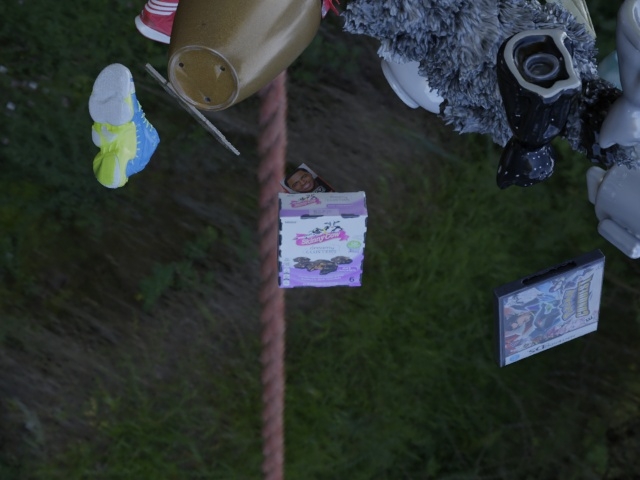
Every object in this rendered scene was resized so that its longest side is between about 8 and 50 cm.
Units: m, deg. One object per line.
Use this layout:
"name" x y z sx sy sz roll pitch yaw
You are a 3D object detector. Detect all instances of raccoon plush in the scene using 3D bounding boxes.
"raccoon plush" 0.246 -0.266 1.273 0.299 0.446 0.216 27 84 -42

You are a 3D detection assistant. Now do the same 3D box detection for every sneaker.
"sneaker" -0.269 -0.467 2.101 0.221 0.087 0.128 5 142 -38
"sneaker" -0.357 -0.219 1.827 0.126 0.091 0.240 -31 142 -52

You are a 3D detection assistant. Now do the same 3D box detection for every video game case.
"video game case" 0.500 0.154 2.182 0.248 0.035 0.275 -20 140 -5

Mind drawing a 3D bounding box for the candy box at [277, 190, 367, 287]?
"candy box" 0.000 0.000 1.884 0.196 0.164 0.070 93 -5 -46

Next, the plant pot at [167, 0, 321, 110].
"plant pot" -0.147 -0.326 1.601 0.254 0.237 0.237 -67 170 -45

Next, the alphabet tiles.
"alphabet tiles" -0.304 -0.308 2.302 0.011 0.285 0.342 -46 -165 -2

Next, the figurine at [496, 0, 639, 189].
"figurine" 0.287 -0.146 1.054 0.214 0.092 0.209 -20 150 -6

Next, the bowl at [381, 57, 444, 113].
"bowl" 0.235 -0.404 2.311 0.134 0.298 0.298 -33 175 25

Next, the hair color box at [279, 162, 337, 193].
"hair color box" -0.020 -0.100 2.104 0.072 0.141 0.043 -40 134 -7

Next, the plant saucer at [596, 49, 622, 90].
"plant saucer" 0.655 -0.364 2.017 0.195 0.195 0.037 -50 136 -37

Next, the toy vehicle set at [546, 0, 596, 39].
"toy vehicle set" 0.396 -0.483 1.741 0.267 0.035 0.166 41 34 -37

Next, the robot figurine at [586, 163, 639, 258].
"robot figurine" 0.783 -0.077 2.299 0.300 0.353 0.200 -41 139 -13

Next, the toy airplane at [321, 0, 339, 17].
"toy airplane" 0.009 -0.526 2.075 0.028 0.151 0.151 -30 153 -12
